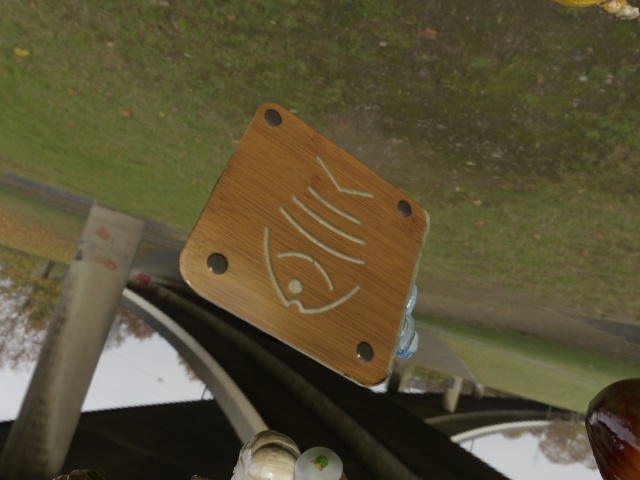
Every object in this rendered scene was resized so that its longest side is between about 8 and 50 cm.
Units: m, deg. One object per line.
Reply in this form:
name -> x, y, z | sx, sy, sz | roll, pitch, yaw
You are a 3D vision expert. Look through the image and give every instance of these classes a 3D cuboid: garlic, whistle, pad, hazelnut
garlic -> -0.093, 0.565, 1.368 | 0.212, 0.218, 0.218 | 28, 171, -14
whistle -> 0.141, 0.172, 1.168 | 0.093, 0.180, 0.269 | 23, 165, 23
pad -> 0.000, 0.000, 0.717 | 0.287, 0.284, 0.018 | 32, 146, -17
hazelnut -> 0.424, 0.255, 0.695 | 0.181, 0.180, 0.212 | -13, 129, 13

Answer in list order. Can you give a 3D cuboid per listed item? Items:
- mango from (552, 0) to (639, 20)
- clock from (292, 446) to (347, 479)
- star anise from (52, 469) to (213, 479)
mango -> 0.201, -0.333, 0.486 | 0.177, 0.316, 0.119 | -28, -178, 36
clock -> 0.013, 0.371, 0.806 | 0.165, 0.093, 0.162 | 61, 167, 19
star anise -> -0.091, 0.219, 0.306 | 0.236, 0.109, 0.223 | 14, -145, -26
